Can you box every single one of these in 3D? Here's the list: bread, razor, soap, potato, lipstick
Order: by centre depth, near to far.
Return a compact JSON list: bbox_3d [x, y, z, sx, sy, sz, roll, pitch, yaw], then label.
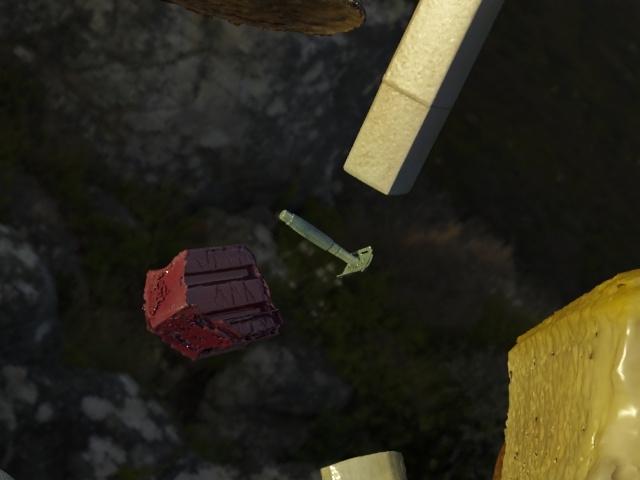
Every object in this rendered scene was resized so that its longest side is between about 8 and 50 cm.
[{"bbox_3d":[0.268,0.092,0.672,0.323,0.333,0.143,-3,80,1],"label":"bread"},{"bbox_3d":[-0.073,-0.257,1.112,0.261,0.120,0.100,15,79,6],"label":"potato"},{"bbox_3d":[0.146,-0.235,1.548,0.076,0.372,0.079,32,17,20],"label":"lipstick"},{"bbox_3d":[0.000,0.000,1.732,0.135,0.068,0.040,33,65,-19],"label":"razor"},{"bbox_3d":[-0.172,0.094,1.981,0.250,0.099,0.162,-3,72,-64],"label":"soap"}]

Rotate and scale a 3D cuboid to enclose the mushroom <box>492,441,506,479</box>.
[{"bbox_3d":[0.283,0.201,1.096,0.263,0.283,0.195,4,12,12],"label":"mushroom"}]

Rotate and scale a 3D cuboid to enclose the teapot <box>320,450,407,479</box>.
[{"bbox_3d":[0.042,0.290,1.081,0.077,0.107,0.201,73,4,-73],"label":"teapot"}]

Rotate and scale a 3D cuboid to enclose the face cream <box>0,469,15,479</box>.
[{"bbox_3d":[-0.280,0.285,0.900,0.201,0.201,0.187,14,28,-37],"label":"face cream"}]
